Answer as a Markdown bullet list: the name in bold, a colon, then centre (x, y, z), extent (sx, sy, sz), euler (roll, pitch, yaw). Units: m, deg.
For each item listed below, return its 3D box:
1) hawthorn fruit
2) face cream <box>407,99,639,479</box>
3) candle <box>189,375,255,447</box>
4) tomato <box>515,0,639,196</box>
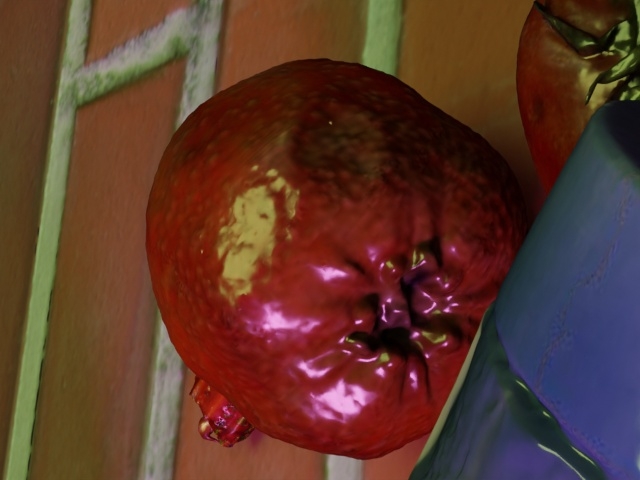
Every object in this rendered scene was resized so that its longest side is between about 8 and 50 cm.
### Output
- **hawthorn fruit**: centre (0.000, 0.000, 0.992), extent (0.205, 0.205, 0.253), euler (-68, 24, 10)
- **face cream**: centre (0.159, 0.103, 0.648), extent (0.249, 0.249, 0.225), euler (50, 122, 53)
- **candle**: centre (-0.043, 0.079, 1.150), extent (0.131, 0.052, 0.052), euler (-55, 37, 30)
- **tomato**: centre (0.168, -0.083, 0.852), extent (0.228, 0.101, 0.228), euler (-26, 56, 46)
